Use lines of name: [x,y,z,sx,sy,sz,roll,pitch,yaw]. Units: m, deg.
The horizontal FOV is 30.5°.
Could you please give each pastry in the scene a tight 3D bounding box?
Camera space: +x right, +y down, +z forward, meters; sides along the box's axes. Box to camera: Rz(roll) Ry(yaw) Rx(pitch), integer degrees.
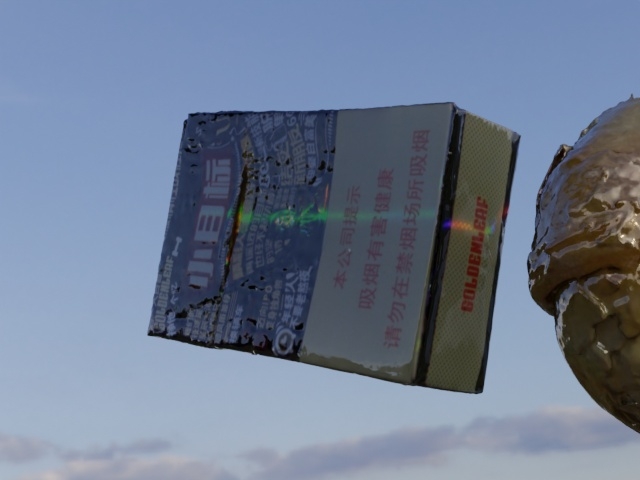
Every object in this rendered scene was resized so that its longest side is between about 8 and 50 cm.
pastry: [0.157,0.009,0.499,0.153,0.153,0.081,4,-12,-25]

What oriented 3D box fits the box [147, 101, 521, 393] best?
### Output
box: [0.000,0.000,0.921,0.084,0.198,0.310,14,-7,-44]
